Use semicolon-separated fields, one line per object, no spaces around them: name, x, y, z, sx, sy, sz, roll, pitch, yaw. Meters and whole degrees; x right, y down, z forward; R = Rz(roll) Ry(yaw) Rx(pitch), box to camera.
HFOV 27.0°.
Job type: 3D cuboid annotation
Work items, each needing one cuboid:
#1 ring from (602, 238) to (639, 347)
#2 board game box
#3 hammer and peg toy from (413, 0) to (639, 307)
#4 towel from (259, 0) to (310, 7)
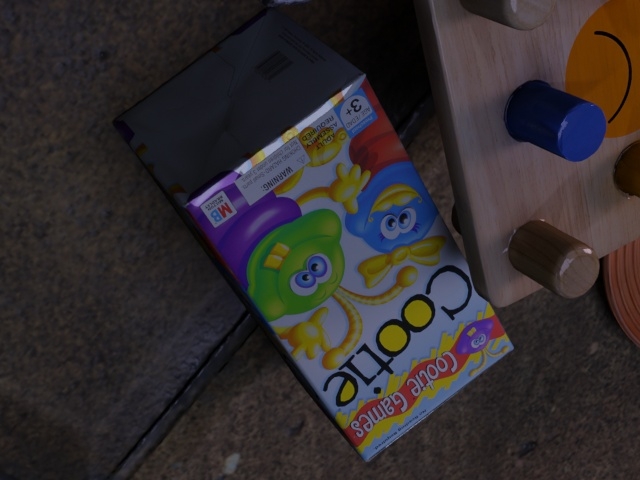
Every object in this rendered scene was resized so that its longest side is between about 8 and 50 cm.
ring;0.392;-0.038;1.221;0.337;0.032;0.336;-14;122;-24
board game box;0.000;0.000;0.945;0.142;0.144;0.275;-37;127;-6
hammer and peg toy;0.167;-0.156;0.824;0.266;0.127;0.361;-26;121;-17
towel;0.040;-0.303;0.814;0.235;0.121;0.283;-20;124;-20
